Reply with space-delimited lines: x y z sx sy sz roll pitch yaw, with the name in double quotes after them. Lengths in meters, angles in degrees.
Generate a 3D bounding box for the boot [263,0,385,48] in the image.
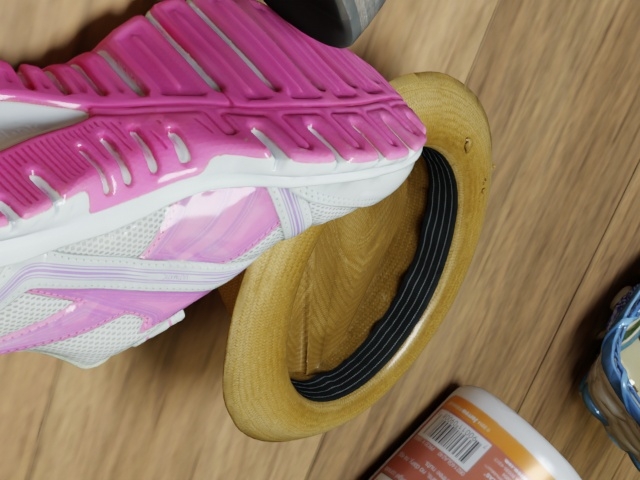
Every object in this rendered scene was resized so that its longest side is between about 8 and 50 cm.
0.044 -0.213 0.668 0.229 0.091 0.263 -48 158 -15 "boot"

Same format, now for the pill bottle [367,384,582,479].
0.062 0.207 1.182 0.216 0.121 0.121 -45 153 -8 "pill bottle"

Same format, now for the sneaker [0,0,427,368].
-0.074 -0.017 0.709 0.252 0.103 0.111 -12 141 -32 "sneaker"

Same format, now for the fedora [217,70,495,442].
0.000 0.000 0.863 0.194 0.079 0.194 -34 141 -33 "fedora"

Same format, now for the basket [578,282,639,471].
0.315 0.078 1.277 0.254 0.201 0.289 -40 -177 -20 "basket"
